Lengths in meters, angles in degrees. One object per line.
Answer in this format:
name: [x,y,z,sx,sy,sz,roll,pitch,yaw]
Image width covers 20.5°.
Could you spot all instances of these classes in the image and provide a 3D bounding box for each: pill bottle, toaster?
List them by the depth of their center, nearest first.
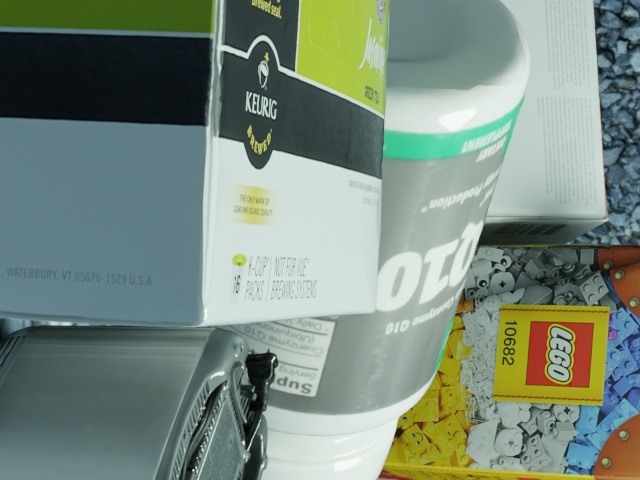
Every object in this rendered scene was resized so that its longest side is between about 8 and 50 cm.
toaster: [-0.120,0.131,0.983,0.129,0.146,0.227,80,20,-44]
pill bottle: [0.000,0.000,1.190,0.204,0.204,0.361,-68,173,-53]

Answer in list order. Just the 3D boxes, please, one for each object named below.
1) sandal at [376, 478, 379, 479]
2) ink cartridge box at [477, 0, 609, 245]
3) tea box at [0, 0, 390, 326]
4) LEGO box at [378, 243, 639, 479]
sandal: [-0.036,0.267,1.485,0.088,0.079,0.240,-99,-149,-46]
ink cartridge box: [0.149,-0.141,1.627,0.272,0.130,0.309,140,-50,-73]
tea box: [-0.099,-0.125,0.867,0.329,0.220,0.324,8,86,-76]
LEGO box: [0.198,0.153,1.654,0.500,0.372,0.193,33,60,-63]
